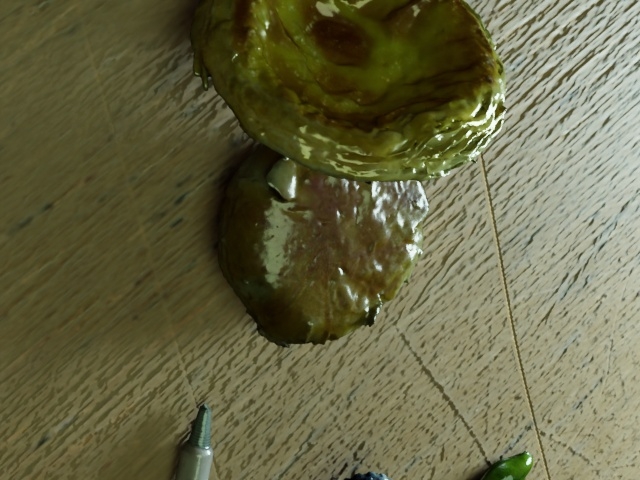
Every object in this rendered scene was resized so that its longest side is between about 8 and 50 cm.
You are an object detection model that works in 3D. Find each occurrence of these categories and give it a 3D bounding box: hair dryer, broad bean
[{"bbox_3d":[-0.157,0.280,1.268,0.195,0.053,0.220,-7,109,-23],"label":"hair dryer"},{"bbox_3d":[0.170,0.335,1.453,0.069,0.039,0.227,29,94,-24],"label":"broad bean"}]

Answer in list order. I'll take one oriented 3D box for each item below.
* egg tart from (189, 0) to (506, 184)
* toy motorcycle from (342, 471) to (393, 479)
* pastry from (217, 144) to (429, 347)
[{"bbox_3d":[0.022,-0.150,1.133,0.295,0.295,0.116,-8,152,-23],"label":"egg tart"},{"bbox_3d":[0.015,0.369,1.353,0.159,0.106,0.270,-11,122,-18],"label":"toy motorcycle"},{"bbox_3d":[0.000,0.000,1.224,0.218,0.100,0.229,15,94,-32],"label":"pastry"}]
